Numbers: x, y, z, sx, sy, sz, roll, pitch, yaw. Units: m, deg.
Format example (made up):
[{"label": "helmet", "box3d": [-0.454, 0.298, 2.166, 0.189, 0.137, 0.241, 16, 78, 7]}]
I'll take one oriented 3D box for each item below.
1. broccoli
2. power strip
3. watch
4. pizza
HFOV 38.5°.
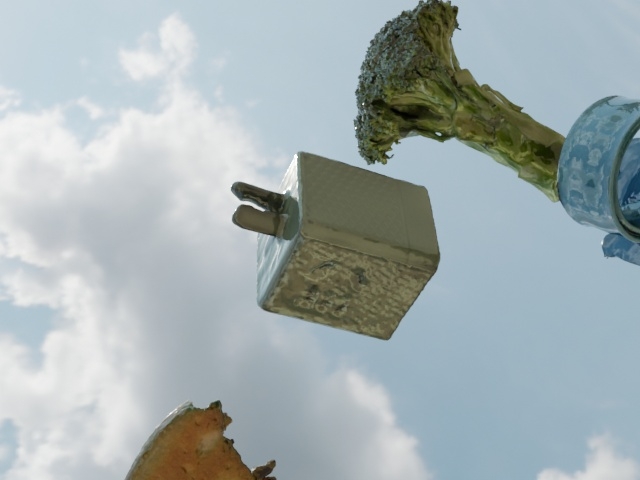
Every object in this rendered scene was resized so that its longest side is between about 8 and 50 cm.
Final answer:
[{"label": "broccoli", "box3d": [0.207, -0.171, 1.335, 0.252, 0.221, 0.361, -30, -110, -38]}, {"label": "power strip", "box3d": [0.000, 0.000, 1.009, 0.224, 0.140, 0.139, 15, -138, -17]}, {"label": "watch", "box3d": [0.385, -0.073, 1.119, 0.193, 0.211, 0.211, 24, -116, -35]}, {"label": "pizza", "box3d": [-0.126, 0.331, 1.043, 0.229, 0.081, 0.289, 14, -106, -16]}]
